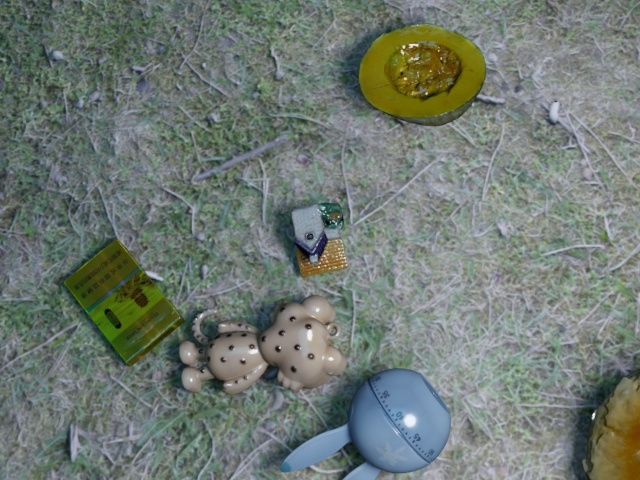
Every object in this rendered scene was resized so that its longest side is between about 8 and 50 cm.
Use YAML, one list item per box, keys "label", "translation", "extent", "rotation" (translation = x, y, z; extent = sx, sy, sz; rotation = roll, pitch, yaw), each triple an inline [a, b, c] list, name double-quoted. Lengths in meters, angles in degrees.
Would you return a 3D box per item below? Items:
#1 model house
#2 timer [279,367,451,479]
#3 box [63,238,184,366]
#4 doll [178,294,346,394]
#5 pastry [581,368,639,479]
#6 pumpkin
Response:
- label: "model house"
  translation: [0.000, 0.000, 1.741]
  extent: [0.087, 0.101, 0.100]
  rotation: [-9, 71, 3]
- label: "timer"
  translation: [0.082, 0.296, 1.621]
  extent: [0.255, 0.175, 0.175]
  rotation: [-30, 66, 29]
- label: "box"
  translation: [-0.336, 0.104, 1.792]
  extent: [0.121, 0.030, 0.193]
  rotation: [-40, 71, -6]
- label: "doll"
  translation: [-0.096, 0.173, 1.698]
  extent: [0.277, 0.119, 0.154]
  rotation: [-6, 69, 17]
- label: "pastry"
  translation: [0.534, 0.307, 1.500]
  extent: [0.329, 0.136, 0.330]
  rotation: [3, 97, 27]
- label: "pumpkin"
  translation: [0.181, -0.268, 1.814]
  extent: [0.217, 0.110, 0.218]
  rotation: [-6, 58, 10]
